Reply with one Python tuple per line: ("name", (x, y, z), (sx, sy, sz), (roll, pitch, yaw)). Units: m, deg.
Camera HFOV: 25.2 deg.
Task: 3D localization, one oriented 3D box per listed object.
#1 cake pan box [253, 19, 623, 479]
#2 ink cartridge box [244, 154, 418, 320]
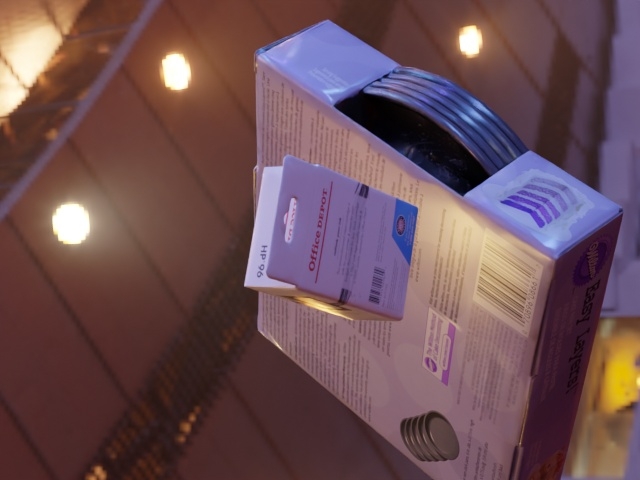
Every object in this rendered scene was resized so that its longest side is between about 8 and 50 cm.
("cake pan box", (0.058, 0.021, 0.900), (0.070, 0.246, 0.266), (-33, -38, -31))
("ink cartridge box", (0.000, 0.000, 0.547), (0.083, 0.028, 0.048), (21, -106, -49))
